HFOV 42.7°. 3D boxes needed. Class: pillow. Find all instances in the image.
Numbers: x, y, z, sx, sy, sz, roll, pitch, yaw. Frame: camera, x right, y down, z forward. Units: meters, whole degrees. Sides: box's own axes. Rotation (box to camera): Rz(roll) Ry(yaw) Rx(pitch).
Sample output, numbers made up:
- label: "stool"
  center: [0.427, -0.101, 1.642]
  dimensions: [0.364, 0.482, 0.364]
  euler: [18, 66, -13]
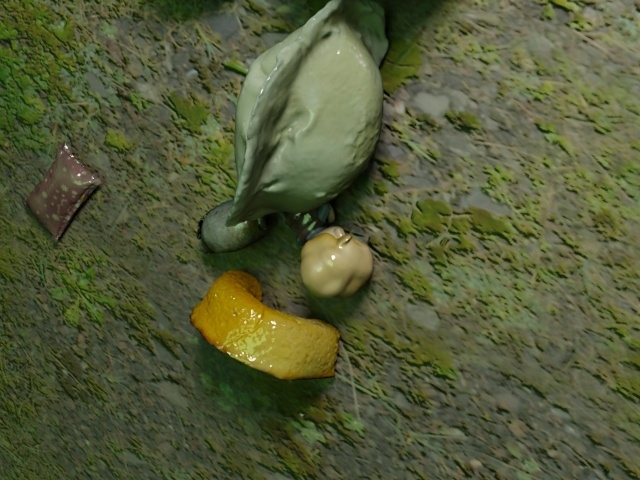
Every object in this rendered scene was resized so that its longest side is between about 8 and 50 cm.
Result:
- label: "pillow"
  center: [-0.491, -0.090, 1.533]
  dimensions: [0.118, 0.043, 0.185]
  euler: [49, 118, 13]

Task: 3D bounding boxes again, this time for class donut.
- label: "donut"
  center: [-0.099, 0.137, 1.275]
  dimensions: [0.259, 0.152, 0.101]
  euler: [31, 104, 21]

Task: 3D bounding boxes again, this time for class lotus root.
- label: "lotus root"
  center: [-0.148, -0.021, 1.324]
  dimensions: [0.165, 0.088, 0.088]
  euler: [-18, 88, 41]

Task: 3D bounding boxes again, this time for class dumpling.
- label: "dumpling"
  center: [-0.012, -0.175, 1.141]
  dimensions: [0.211, 0.270, 0.321]
  euler: [5, 86, -14]

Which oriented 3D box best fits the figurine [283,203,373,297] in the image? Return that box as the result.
- label: "figurine"
  center: [0.000, 0.000, 1.239]
  dimensions: [0.114, 0.108, 0.196]
  euler: [-39, 59, 19]
